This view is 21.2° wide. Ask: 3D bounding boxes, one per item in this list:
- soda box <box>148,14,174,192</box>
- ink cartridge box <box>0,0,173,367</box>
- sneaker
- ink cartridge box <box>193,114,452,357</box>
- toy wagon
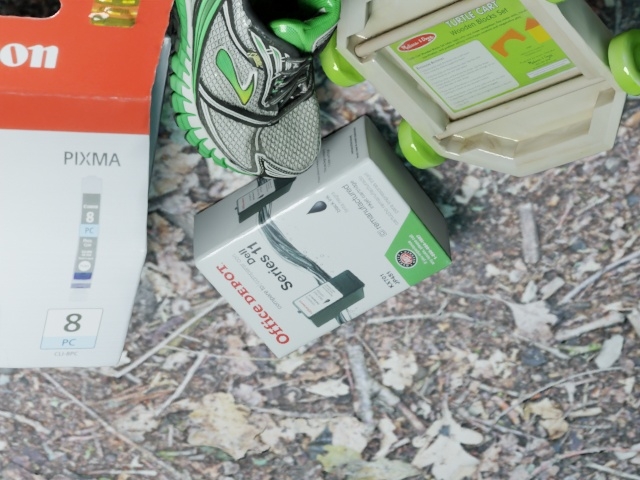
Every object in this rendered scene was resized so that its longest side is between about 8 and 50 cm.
[{"bbox_3d":[-0.201,-0.092,1.583,0.098,0.091,0.286,8,124,-7],"label":"soda box"},{"bbox_3d":[-0.289,-0.053,1.407,0.308,0.091,0.385,1,132,-20],"label":"ink cartridge box"},{"bbox_3d":[-0.052,-0.165,1.461,0.146,0.134,0.343,23,152,27],"label":"sneaker"},{"bbox_3d":[0.000,0.000,1.661,0.208,0.087,0.153,-30,120,18],"label":"ink cartridge box"},{"bbox_3d":[0.122,-0.189,1.494,0.267,0.068,0.344,-18,128,43],"label":"toy wagon"}]
